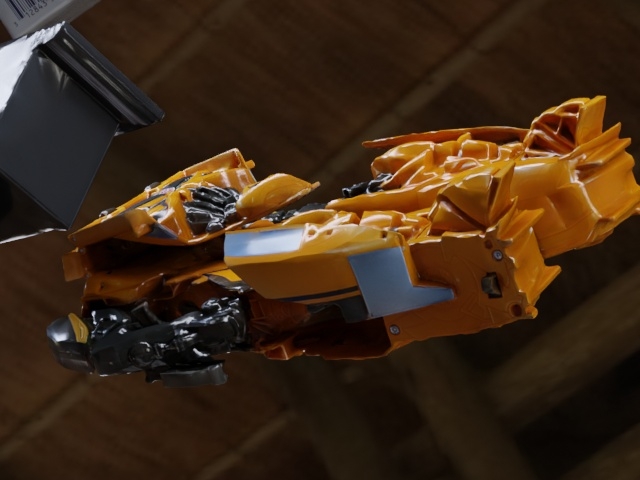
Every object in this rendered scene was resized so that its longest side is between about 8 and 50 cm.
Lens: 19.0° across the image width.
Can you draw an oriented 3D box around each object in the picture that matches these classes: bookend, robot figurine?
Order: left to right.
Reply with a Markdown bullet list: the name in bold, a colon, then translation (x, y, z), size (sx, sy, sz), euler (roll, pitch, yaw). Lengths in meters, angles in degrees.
- **bookend**: translation (-0.176, -0.010, 0.921), size (0.157, 0.072, 0.156), euler (-12, -134, 42)
- **robot figurine**: translation (0.000, 0.000, 0.947), size (0.291, 0.211, 0.085), euler (-7, -73, 33)

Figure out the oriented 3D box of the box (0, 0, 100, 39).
- **box**: translation (-0.176, -0.213, 1.394), size (0.126, 0.137, 0.072), euler (-33, -86, 11)
